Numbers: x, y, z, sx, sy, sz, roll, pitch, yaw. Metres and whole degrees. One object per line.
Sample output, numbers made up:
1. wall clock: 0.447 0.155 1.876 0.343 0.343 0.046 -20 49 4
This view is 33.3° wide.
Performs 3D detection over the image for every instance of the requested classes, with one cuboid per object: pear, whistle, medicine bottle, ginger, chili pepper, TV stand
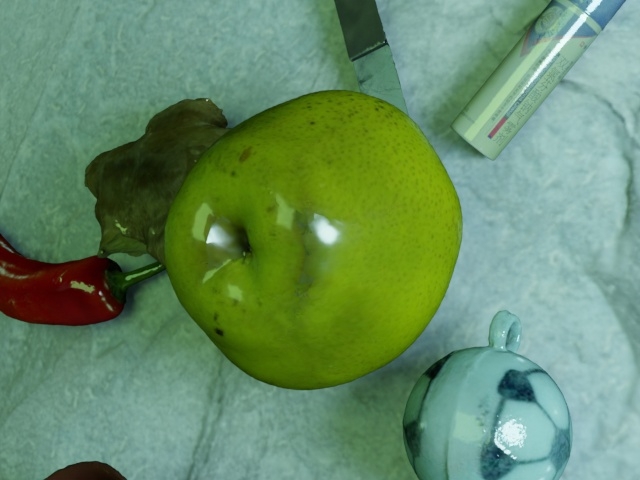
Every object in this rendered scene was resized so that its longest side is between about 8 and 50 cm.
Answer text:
1. pear: 0.000 0.000 1.022 0.294 0.294 0.294 -8 74 29
2. whistle: 0.143 0.204 0.955 0.163 0.163 0.290 7 81 32
3. medicine bottle: 0.223 -0.185 1.059 0.059 0.059 0.231 45 103 31
4. ginger: -0.191 -0.069 1.242 0.270 0.123 0.219 22 81 36
5. chili pepper: -0.351 0.035 1.335 0.368 0.092 0.137 13 74 30
6. TV stand: 0.059 -0.207 1.173 0.049 0.040 0.256 -23 67 23

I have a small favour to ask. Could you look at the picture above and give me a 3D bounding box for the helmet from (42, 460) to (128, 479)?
1. helmet: -0.189 0.425 1.042 0.337 0.230 0.385 -49 40 10
